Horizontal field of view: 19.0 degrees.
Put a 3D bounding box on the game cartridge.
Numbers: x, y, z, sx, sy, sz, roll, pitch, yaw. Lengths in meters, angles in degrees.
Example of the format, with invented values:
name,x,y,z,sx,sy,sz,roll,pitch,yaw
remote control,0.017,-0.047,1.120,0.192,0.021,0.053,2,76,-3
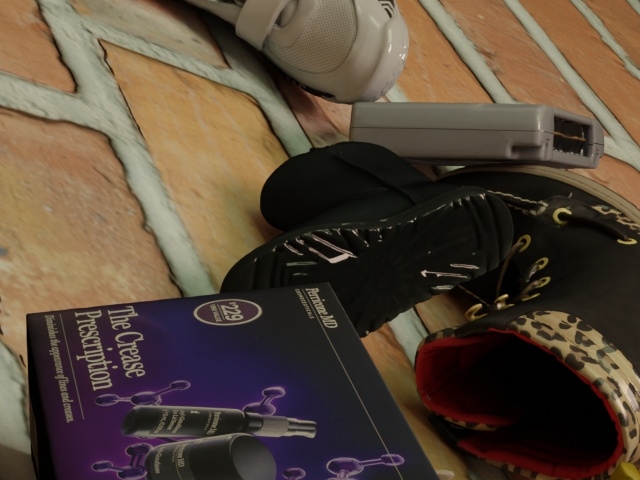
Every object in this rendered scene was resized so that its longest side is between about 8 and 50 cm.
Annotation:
name,x,y,z,sx,sy,sz,roll,pitch,yaw
game cartridge,0.140,-0.096,1.773,0.198,0.062,0.297,6,2,18

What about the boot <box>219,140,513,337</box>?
name,x,y,z,sx,sy,sz,roll,pitch,yaw
boot,0.000,0.000,1.490,0.246,0.094,0.207,-20,21,-23

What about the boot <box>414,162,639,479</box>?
name,x,y,z,sx,sy,sz,roll,pitch,yaw
boot,0.170,0.060,1.528,0.377,0.138,0.284,27,30,30

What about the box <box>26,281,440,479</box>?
name,x,y,z,sx,sy,sz,roll,pitch,yaw
box,-0.053,0.123,1.008,0.184,0.103,0.261,-3,22,-13

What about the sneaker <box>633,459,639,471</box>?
name,x,y,z,sx,sy,sz,roll,pitch,yaw
sneaker,0.309,0.144,1.657,0.083,0.118,0.222,7,43,22

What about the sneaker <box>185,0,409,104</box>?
name,x,y,z,sx,sy,sz,roll,pitch,yaw
sneaker,-0.089,-0.253,1.831,0.210,0.137,0.366,5,31,-49

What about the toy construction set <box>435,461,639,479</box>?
name,x,y,z,sx,sy,sz,roll,pitch,yaw
toy construction set,0.177,0.206,1.133,0.309,0.237,0.257,23,25,-25
